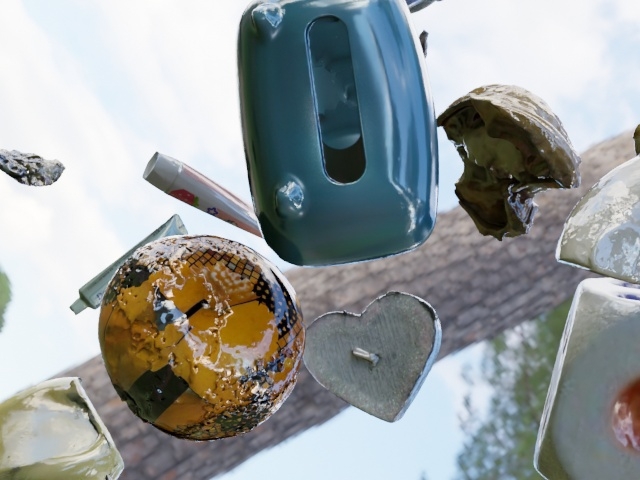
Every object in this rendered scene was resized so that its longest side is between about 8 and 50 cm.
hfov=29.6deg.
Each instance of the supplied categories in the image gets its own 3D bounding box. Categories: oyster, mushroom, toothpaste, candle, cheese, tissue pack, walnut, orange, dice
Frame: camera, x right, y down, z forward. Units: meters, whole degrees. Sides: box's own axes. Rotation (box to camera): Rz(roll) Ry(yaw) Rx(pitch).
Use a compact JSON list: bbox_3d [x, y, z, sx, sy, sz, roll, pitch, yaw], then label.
[{"bbox_3d":[-0.326,-0.086,1.335,0.083,0.054,0.019,20,-53,11],"label":"oyster"},{"bbox_3d":[0.373,-0.043,1.395,0.128,0.350,0.128,18,-50,23],"label":"mushroom"},{"bbox_3d":[-0.295,0.040,1.860,0.041,0.218,0.064,42,-16,32],"label":"toothpaste"},{"bbox_3d":[0.077,0.161,1.620,0.068,0.192,0.168,10,65,-74],"label":"candle"},{"bbox_3d":[-0.116,-0.044,1.428,0.194,0.043,0.067,29,18,-21],"label":"toothpaste"},{"bbox_3d":[-0.487,0.366,1.952,0.259,0.316,0.128,41,-29,49],"label":"cheese"},{"bbox_3d":[0.016,-0.120,1.219,0.206,0.198,0.287,36,47,-81],"label":"tissue pack"},{"bbox_3d":[0.265,-0.130,1.678,0.204,0.141,0.238,45,-30,4],"label":"walnut"},{"bbox_3d":[-0.129,0.104,1.329,0.234,0.234,0.182,51,-31,20],"label":"orange"},{"bbox_3d":[0.420,0.191,1.566,0.251,0.243,0.259,-30,131,-76],"label":"dice"}]

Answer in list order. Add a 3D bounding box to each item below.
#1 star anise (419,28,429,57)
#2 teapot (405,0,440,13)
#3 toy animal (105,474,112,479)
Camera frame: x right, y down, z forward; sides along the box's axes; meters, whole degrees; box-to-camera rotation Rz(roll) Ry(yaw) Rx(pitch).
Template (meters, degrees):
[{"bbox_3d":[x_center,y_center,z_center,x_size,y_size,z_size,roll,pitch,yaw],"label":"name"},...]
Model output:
[{"bbox_3d":[0.129,-0.297,2.175,0.065,0.195,0.182,35,-27,-24],"label":"star anise"},{"bbox_3d":[0.126,-0.475,1.976,0.424,0.252,0.280,2,-22,42],"label":"teapot"},{"bbox_3d":[-0.227,0.339,1.536,0.121,0.117,0.210,47,2,-28],"label":"toy animal"}]
